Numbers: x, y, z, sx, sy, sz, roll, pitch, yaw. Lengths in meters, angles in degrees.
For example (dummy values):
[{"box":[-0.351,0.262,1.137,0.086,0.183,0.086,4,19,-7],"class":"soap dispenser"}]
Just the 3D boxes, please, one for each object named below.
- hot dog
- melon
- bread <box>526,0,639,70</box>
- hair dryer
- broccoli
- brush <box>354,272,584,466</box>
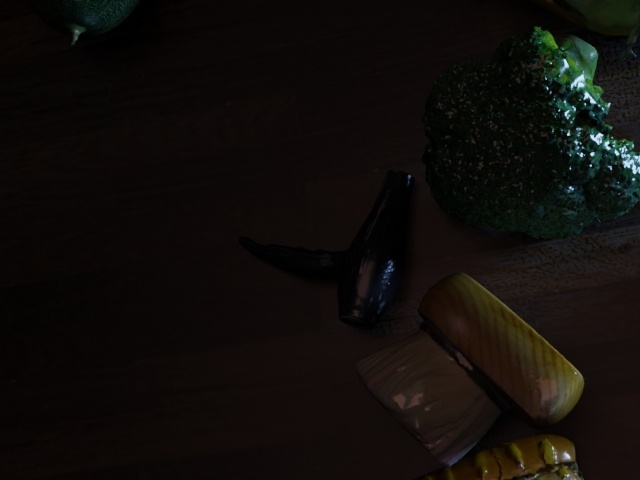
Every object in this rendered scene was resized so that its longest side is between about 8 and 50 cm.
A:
[{"box":[0.164,0.298,1.271,0.269,0.072,0.115,-25,80,7],"class":"hot dog"},{"box":[-0.302,-0.382,1.490,0.182,0.182,0.288,-4,75,14],"class":"melon"},{"box":[0.311,-0.372,1.335,0.388,0.183,0.236,36,91,16],"class":"bread"},{"box":[0.000,0.000,1.393,0.219,0.075,0.196,8,69,24],"class":"hair dryer"},{"box":[0.234,-0.124,1.293,0.269,0.269,0.254,-36,114,4],"class":"broccoli"},{"box":[0.158,0.152,1.208,0.166,0.266,0.174,-44,106,-4],"class":"brush"}]
